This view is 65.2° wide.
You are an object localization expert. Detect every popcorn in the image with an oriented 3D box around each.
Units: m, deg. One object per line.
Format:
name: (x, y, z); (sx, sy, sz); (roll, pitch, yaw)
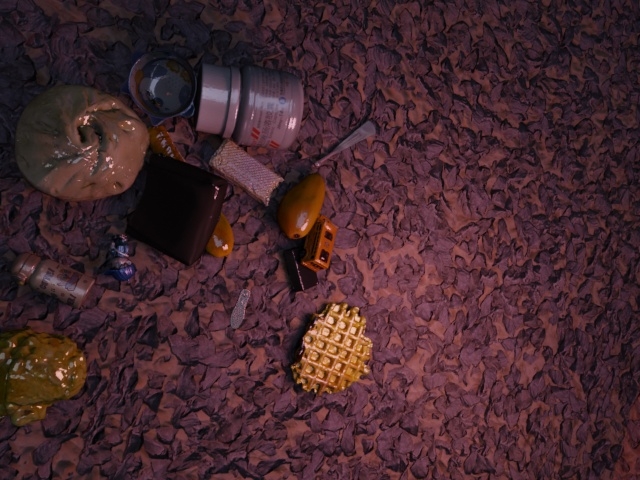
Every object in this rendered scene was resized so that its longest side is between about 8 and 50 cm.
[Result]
popcorn: (-0.776, 0.353, 1.328); (0.270, 0.224, 0.258); (-33, 106, -25)

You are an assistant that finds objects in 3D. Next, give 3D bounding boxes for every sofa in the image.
sofa: (-0.067, 0.094, 1.690); (0.085, 0.060, 0.147); (-20, 95, -44)

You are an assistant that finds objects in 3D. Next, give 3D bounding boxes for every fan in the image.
fan: (0.089, -0.336, 1.781); (0.282, 0.023, 0.057); (-39, 109, -18)

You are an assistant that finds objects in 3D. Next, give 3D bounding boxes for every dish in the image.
dish: (-0.486, -0.465, 1.535); (0.228, 0.086, 0.236); (-20, 93, -3)

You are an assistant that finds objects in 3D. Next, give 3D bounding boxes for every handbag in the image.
handbag: (-0.432, -0.097, 1.490); (0.257, 0.113, 0.285); (24, 106, 1)

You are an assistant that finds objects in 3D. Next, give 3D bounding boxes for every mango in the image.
mango: (-0.063, -0.121, 1.661); (0.253, 0.138, 0.113); (-67, 148, -22)
mango: (-0.331, -0.026, 1.593); (0.101, 0.066, 0.187); (-12, 84, -21)

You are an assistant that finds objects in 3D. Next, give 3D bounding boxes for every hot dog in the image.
hot dog: (-0.450, -0.228, 1.554); (0.083, 0.068, 0.289); (-32, 100, -12)

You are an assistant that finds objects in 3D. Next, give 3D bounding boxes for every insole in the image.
insole: (-0.262, 0.223, 1.635); (0.045, 0.002, 0.135); (21, 80, -18)

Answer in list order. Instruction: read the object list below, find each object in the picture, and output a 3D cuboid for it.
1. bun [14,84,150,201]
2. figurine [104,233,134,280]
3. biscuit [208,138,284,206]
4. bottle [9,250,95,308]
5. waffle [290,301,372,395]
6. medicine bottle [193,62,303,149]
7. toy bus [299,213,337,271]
bun: (-0.653, -0.279, 1.386); (0.362, 0.234, 0.326); (-32, 94, -35)
figurine: (-0.593, 0.054, 1.495); (0.079, 0.077, 0.136); (28, 58, -51)
biscuit: (-0.243, -0.221, 1.633); (0.239, 0.062, 0.108); (36, 78, -14)
bottle: (-0.758, 0.112, 1.404); (0.209, 0.097, 0.110); (28, 41, -16)
waffle: (0.040, 0.368, 1.710); (0.307, 0.060, 0.312); (-7, 90, -22)
medicine bottle: (-0.227, -0.418, 1.549); (0.306, 0.245, 0.245); (5, 86, -19)
toy bus: (0.000, 0.000, 1.670); (0.083, 0.088, 0.194); (30, 61, -35)
